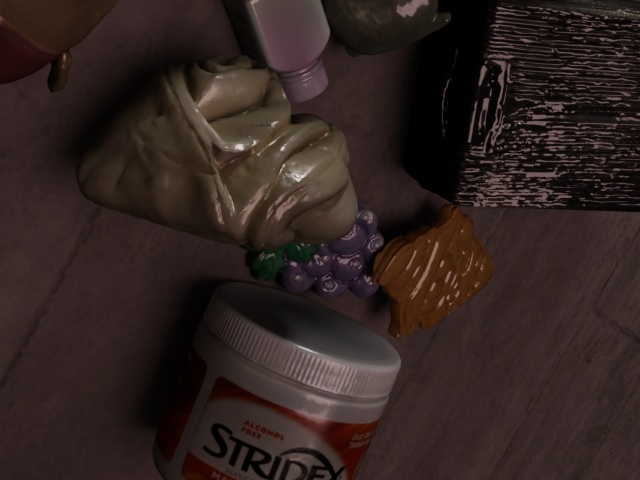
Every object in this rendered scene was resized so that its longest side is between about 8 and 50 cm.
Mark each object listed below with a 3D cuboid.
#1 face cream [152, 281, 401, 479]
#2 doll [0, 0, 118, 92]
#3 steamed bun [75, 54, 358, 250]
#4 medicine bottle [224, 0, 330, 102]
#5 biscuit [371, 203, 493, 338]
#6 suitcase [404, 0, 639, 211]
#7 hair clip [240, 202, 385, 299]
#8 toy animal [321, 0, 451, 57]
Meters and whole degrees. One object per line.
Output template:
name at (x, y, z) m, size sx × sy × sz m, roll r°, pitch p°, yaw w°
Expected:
face cream at (-0.045, 0.164, 0.941) m, size 0.201 × 0.201 × 0.187 m, roll 15°, pitch 102°, yaw -40°
doll at (-0.198, -0.221, 0.650) m, size 0.256 × 0.152 × 0.196 m, roll -32°, pitch 103°, yaw 27°
steamed bun at (-0.073, -0.085, 0.810) m, size 0.211 × 0.218 × 0.144 m, roll -16°, pitch 122°, yaw -62°
medicine bottle at (-0.033, -0.190, 0.880) m, size 0.074 × 0.055 × 0.118 m, roll -36°, pitch 127°, yaw -20°
biscuit at (0.139, 0.037, 1.103) m, size 0.250 × 0.035 × 0.162 m, roll 3°, pitch 112°, yaw -54°
suitcase at (0.271, -0.151, 1.026) m, size 0.335 × 0.152 × 0.229 m, roll 1°, pitch 110°, yaw -18°
hair clip at (-0.001, 0.000, 1.009) m, size 0.195 × 0.052 × 0.124 m, roll 13°, pitch 108°, yaw -33°
toy animal at (0.024, -0.269, 0.853) m, size 0.138 × 0.108 × 0.236 m, roll -34°, pitch 130°, yaw 19°
